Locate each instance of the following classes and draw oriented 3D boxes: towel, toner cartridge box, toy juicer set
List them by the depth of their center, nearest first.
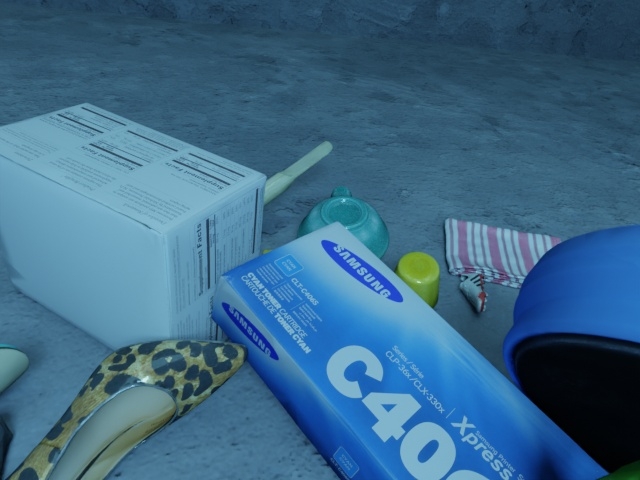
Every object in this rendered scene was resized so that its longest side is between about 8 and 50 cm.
[{"bbox_3d":[0.067,0.139,0.443,0.165,0.075,0.348,-26,60,-40],"label":"toner cartridge box"},{"bbox_3d":[0.000,0.000,0.677,0.210,0.089,0.329,-22,53,-18],"label":"toy juicer set"},{"bbox_3d":[0.298,0.019,0.752,0.197,0.029,0.144,11,35,3],"label":"towel"}]

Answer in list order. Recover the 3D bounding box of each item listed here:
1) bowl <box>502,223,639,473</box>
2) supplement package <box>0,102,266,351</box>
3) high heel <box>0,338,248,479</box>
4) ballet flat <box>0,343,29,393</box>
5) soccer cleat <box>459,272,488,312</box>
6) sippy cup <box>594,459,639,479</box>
[{"bbox_3d":[0.306,0.146,0.309,0.391,0.391,0.077,31,73,28],"label":"bowl"},{"bbox_3d":[-0.214,-0.004,0.525,0.262,0.203,0.145,24,38,20],"label":"supplement package"},{"bbox_3d":[-0.165,0.182,0.364,0.262,0.093,0.186,-20,36,-11],"label":"high heel"},{"bbox_3d":[-0.377,0.157,0.385,0.249,0.086,0.086,-12,41,-21],"label":"ballet flat"},{"bbox_3d":[0.214,0.072,0.664,0.036,0.029,0.083,6,32,11],"label":"soccer cleat"},{"bbox_3d":[0.249,0.265,0.193,0.306,0.224,0.240,33,51,13],"label":"sippy cup"}]
